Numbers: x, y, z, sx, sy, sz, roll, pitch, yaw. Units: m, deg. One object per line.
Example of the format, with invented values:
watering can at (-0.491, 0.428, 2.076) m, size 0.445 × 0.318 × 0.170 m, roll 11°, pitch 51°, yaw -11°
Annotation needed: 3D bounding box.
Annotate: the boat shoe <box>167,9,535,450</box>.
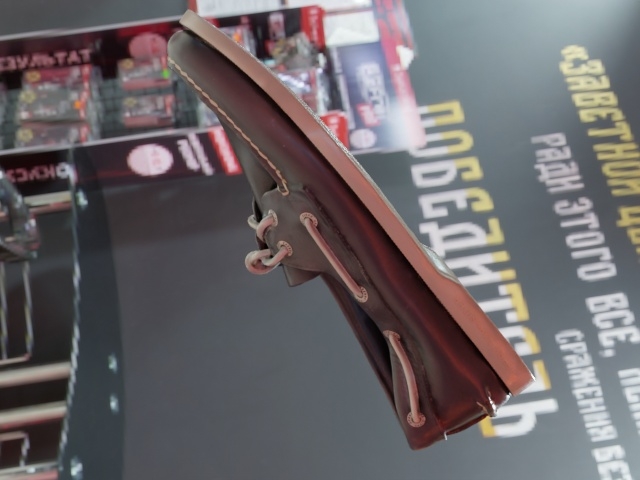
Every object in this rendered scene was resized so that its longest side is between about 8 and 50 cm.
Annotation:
boat shoe at (0.000, 0.000, 0.372) m, size 0.206 × 0.065 × 0.075 m, roll 49°, pitch 5°, yaw -7°
